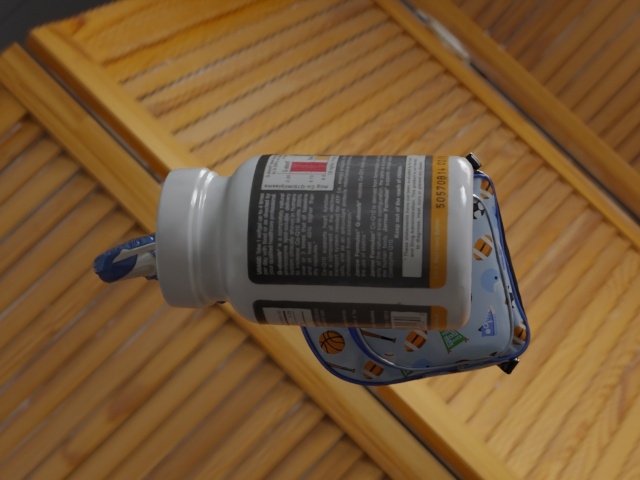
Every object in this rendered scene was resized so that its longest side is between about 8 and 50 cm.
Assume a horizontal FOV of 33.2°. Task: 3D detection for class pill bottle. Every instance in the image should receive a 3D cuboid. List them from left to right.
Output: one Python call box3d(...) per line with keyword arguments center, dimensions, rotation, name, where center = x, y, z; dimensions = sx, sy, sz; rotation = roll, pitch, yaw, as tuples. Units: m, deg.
box3d(center=(0.000, 0.000, 0.988), dimensions=(0.162, 0.278, 0.162), rotation=(2, -90, -83), name="pill bottle")

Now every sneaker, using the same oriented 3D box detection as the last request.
box3d(center=(-0.182, 0.038, 1.589), dimensions=(0.296, 0.131, 0.112), rotation=(-13, 6, -16), name="sneaker")

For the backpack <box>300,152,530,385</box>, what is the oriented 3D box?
box3d(center=(0.096, 0.053, 1.260), dimensions=(0.263, 0.276, 0.213), rotation=(-13, -2, 4), name="backpack")
